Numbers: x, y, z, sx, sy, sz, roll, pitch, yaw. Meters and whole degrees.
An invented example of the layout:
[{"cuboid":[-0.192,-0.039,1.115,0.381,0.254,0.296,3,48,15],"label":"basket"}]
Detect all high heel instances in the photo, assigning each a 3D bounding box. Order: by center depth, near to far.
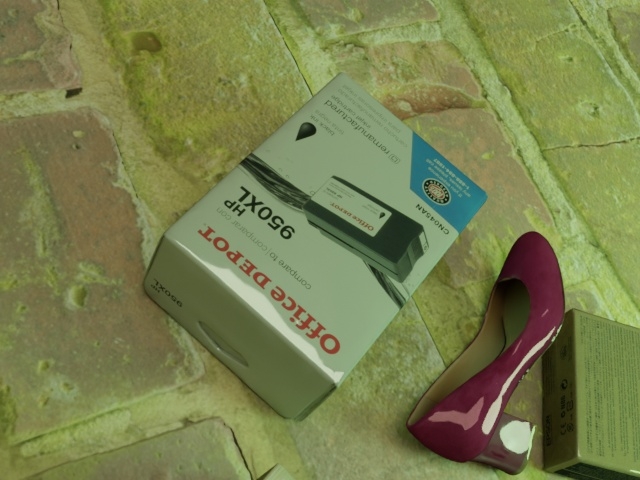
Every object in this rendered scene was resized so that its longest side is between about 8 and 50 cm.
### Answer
[{"cuboid":[0.236,0.129,1.203,0.181,0.127,0.377,25,59,-21],"label":"high heel"}]

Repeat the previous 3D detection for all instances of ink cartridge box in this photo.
[{"cuboid":[0.000,0.000,1.159,0.285,0.166,0.395,41,56,3],"label":"ink cartridge box"},{"cuboid":[0.433,0.240,1.252,0.193,0.088,0.235,18,57,-14],"label":"ink cartridge box"}]

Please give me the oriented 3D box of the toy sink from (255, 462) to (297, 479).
[{"cuboid":[-0.026,0.396,0.954,0.234,0.131,0.153,44,56,5],"label":"toy sink"}]
